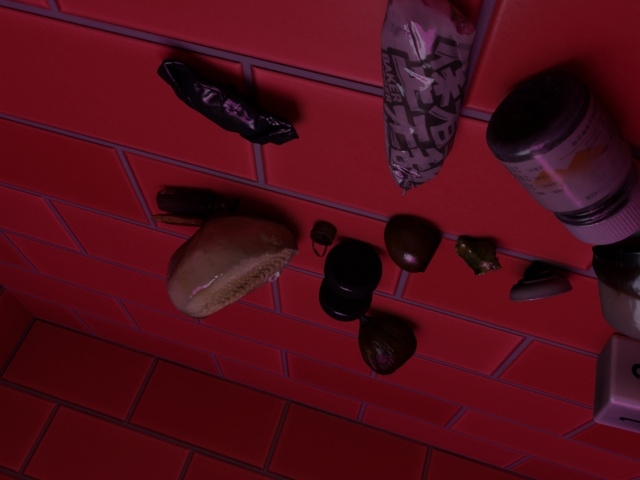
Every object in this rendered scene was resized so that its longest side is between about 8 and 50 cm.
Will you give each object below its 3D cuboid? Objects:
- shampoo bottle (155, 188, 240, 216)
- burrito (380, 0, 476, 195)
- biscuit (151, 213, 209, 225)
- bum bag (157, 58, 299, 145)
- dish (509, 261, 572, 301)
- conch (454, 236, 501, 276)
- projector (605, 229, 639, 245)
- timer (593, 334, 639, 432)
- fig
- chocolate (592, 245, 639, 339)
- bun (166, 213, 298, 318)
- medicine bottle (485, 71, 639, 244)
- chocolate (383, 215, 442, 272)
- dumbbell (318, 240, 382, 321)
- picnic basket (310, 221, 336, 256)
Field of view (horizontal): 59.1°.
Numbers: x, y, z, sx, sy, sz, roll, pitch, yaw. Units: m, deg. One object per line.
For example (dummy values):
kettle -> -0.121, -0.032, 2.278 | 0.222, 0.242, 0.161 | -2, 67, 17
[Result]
shampoo bottle -> -0.330, -0.100, 1.517 | 0.236, 0.068, 0.067 | 7, 143, 25
burrito -> 0.174, -0.222, 0.964 | 0.139, 0.101, 0.445 | 2, 145, 8
biscuit -> -0.383, -0.056, 1.594 | 0.162, 0.035, 0.250 | 3, -178, -36
bum bag -> -0.185, -0.269, 1.133 | 0.310, 0.074, 0.137 | 29, 163, -2
dish -> 0.504, 0.088, 1.313 | 0.141, 0.078, 0.141 | -14, 178, -1
conch -> 0.363, 0.039, 1.305 | 0.121, 0.074, 0.089 | 31, 120, 23
projector -> 0.571, -0.050, 0.989 | 0.147, 0.115, 0.061 | -4, 145, 37
timer -> 0.837, 0.381, 1.467 | 0.195, 0.192, 0.194 | 9, 149, 18
fig -> 0.160, 0.310, 1.795 | 0.290, 0.191, 0.190 | 25, 151, -9
chocolate -> 0.638, 0.096, 1.012 | 0.283, 0.186, 0.283 | -4, -179, 0
bun -> -0.250, 0.044, 1.507 | 0.202, 0.364, 0.364 | 58, 151, 11
medicine bottle -> 0.409, -0.126, 0.913 | 0.273, 0.165, 0.165 | 37, 147, -27
chocolate -> 0.210, 0.005, 1.338 | 0.133, 0.127, 0.124 | 27, 122, 13
dumbbell -> 0.079, 0.114, 1.531 | 0.152, 0.152, 0.218 | 18, 150, 4
picnic basket -> 0.000, 0.000, 1.458 | 0.072, 0.083, 0.072 | 14, 151, 8
